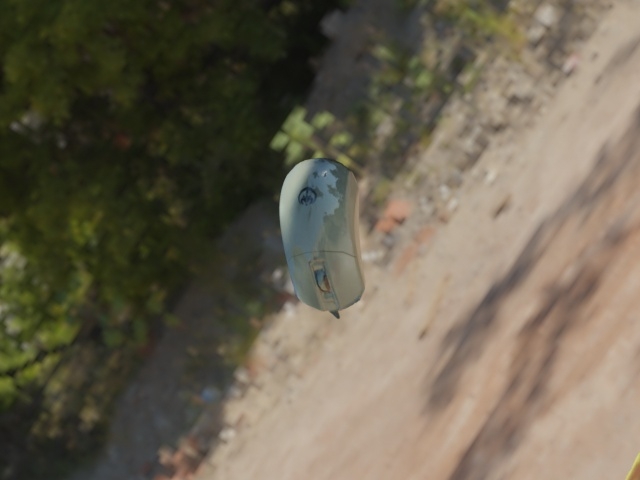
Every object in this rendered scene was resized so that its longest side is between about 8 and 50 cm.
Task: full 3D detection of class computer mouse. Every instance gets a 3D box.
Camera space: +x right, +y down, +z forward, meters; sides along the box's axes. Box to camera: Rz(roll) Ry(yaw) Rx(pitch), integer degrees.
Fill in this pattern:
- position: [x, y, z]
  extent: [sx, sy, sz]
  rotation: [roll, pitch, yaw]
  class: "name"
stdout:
- position: [0.000, 0.000, 1.164]
  extent: [0.056, 0.110, 0.032]
  rotation: [-6, 4, 23]
  class: "computer mouse"

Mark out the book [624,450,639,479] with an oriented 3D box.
- position: [0.089, 0.251, 0.285]
  extent: [0.374, 0.262, 0.028]
  rotation: [-63, -31, -2]
  class: "book"
